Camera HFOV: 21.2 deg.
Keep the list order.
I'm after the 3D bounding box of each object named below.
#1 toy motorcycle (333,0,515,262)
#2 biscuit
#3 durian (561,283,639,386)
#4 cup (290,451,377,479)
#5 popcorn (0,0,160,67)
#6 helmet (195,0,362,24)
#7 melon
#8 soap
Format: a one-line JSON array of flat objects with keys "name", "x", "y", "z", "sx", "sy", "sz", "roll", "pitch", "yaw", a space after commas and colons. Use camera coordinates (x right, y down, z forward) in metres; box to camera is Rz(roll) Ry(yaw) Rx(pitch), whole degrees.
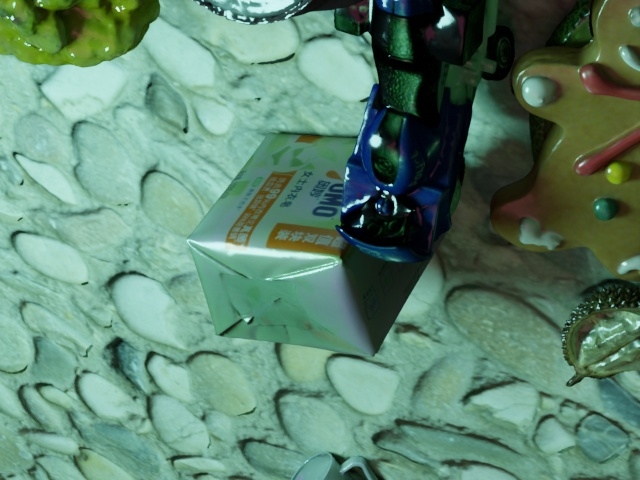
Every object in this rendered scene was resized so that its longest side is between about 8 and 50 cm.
[{"name": "toy motorcycle", "x": 0.084, "y": -0.108, "z": 1.502, "sx": 0.125, "sy": 0.196, "sz": 0.331, "roll": 18, "pitch": 133, "yaw": 20}, {"name": "biscuit", "x": 0.264, "y": -0.099, "z": 1.477, "sx": 0.216, "sy": 0.047, "sz": 0.339, "roll": 14, "pitch": 132, "yaw": -4}, {"name": "durian", "x": 0.289, "y": 0.091, "z": 1.687, "sx": 0.110, "sy": 0.071, "sz": 0.140, "roll": 35, "pitch": 126, "yaw": -13}, {"name": "cup", "x": 0.030, "y": 0.312, "z": 2.102, "sx": 0.104, "sy": 0.074, "sz": 0.116, "roll": -39, "pitch": 111, "yaw": 20}, {"name": "popcorn", "x": -0.240, "y": -0.281, "z": 1.572, "sx": 0.266, "sy": 0.192, "sz": 0.233, "roll": -9, "pitch": 114, "yaw": 9}, {"name": "helmet", "x": -0.002, "y": -0.335, "z": 1.315, "sx": 0.271, "sy": 0.197, "sz": 0.338, "roll": 11, "pitch": 103, "yaw": 36}, {"name": "melon", "x": 0.239, "y": -0.117, "z": 1.520, "sx": 0.114, "sy": 0.053, "sz": 0.261, "roll": 9, "pitch": 137, "yaw": 14}, {"name": "soap", "x": 0.000, "y": 0.000, "z": 1.679, "sx": 0.182, "sy": 0.199, "sz": 0.138, "roll": 7, "pitch": 132, "yaw": 28}]
